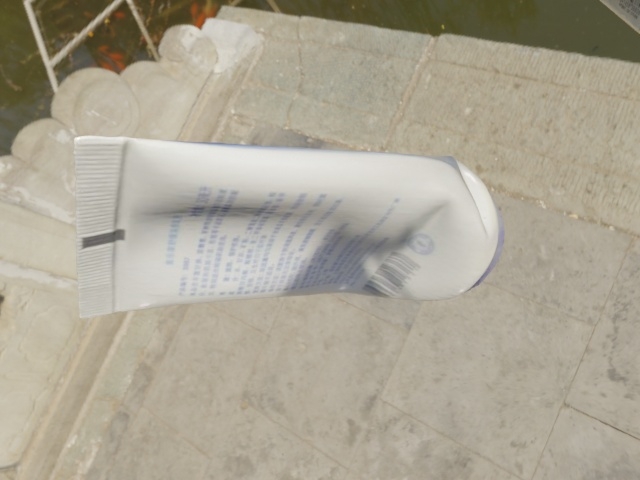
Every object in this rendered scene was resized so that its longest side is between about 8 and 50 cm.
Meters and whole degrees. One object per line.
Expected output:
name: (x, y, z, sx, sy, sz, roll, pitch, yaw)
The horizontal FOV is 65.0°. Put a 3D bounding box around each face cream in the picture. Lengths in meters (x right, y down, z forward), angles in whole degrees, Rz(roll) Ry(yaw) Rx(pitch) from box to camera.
face cream: (0.000, 0.000, 0.479, 0.235, 0.419, 0.137, -58, 43, 49)

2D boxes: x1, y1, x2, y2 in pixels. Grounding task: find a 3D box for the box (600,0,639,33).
box: (0.400, -0.380, 0.571, 0.091, 0.221, 0.274, 4, 42, 2)
